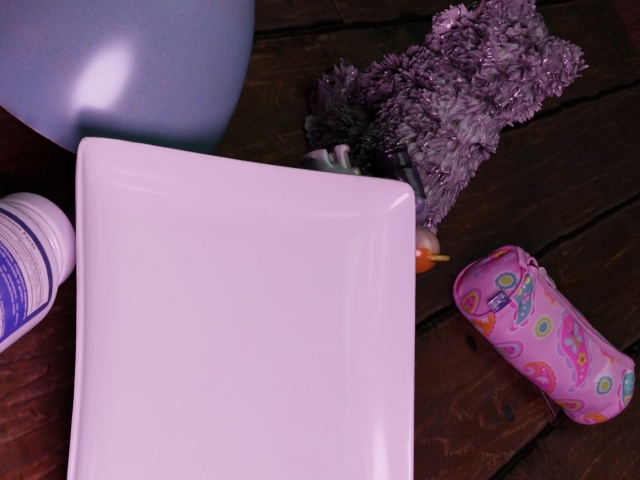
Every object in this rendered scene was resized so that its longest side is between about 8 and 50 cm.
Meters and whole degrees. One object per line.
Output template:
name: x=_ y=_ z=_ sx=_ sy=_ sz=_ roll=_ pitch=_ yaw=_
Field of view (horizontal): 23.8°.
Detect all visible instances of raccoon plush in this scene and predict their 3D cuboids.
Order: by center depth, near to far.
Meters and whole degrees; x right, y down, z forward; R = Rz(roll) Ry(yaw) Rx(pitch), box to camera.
raccoon plush: x=0.162 y=-0.100 z=1.770 sx=0.216 sy=0.299 sz=0.446 roll=38 pitch=35 yaw=-37

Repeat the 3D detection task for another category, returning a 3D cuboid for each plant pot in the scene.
plant pot: x=-0.171 y=-0.218 z=1.344 sx=0.290 sy=0.195 sz=0.290 roll=32 pitch=22 yaw=-15

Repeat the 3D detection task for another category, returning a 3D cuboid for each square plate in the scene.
square plate: x=-0.064 y=0.104 z=1.283 sx=0.344 sy=0.049 sz=0.347 roll=6 pitch=80 yaw=-35

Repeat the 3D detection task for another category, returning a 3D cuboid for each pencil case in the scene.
pencil case: x=0.295 y=0.123 z=1.972 sx=0.284 sy=0.124 sz=0.124 roll=44 pitch=32 yaw=-30

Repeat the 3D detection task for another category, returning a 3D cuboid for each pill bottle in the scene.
pill bottle: x=-0.262 y=0.032 z=1.142 sx=0.112 sy=0.112 sz=0.186 roll=57 pitch=27 yaw=-7

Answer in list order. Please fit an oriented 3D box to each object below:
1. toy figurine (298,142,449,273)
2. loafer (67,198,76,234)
toy figurine: x=0.000 y=0.000 z=1.506 sx=0.213 sy=0.210 sz=0.148 roll=-5 pitch=78 yaw=-62
loafer: x=-0.118 y=0.076 z=1.355 sx=0.302 sy=0.095 sz=0.109 roll=61 pitch=28 yaw=1
